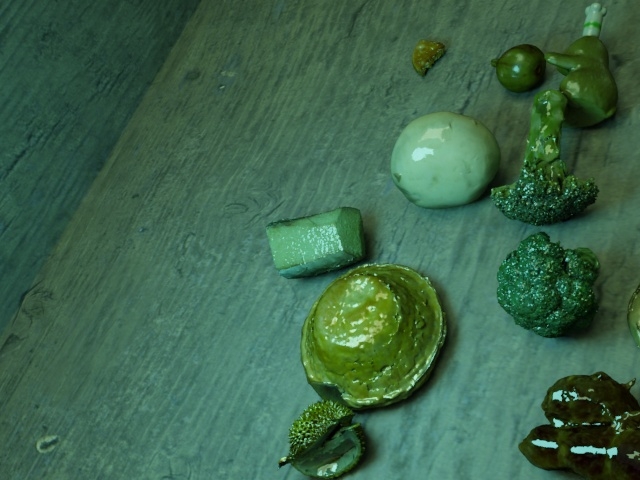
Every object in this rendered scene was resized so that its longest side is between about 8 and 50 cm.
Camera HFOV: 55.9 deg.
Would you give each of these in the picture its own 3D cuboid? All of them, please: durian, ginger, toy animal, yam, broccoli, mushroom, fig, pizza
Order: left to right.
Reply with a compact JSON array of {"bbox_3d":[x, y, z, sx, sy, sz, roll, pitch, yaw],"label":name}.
[{"bbox_3d":[-0.002,0.508,1.557,0.237,0.193,0.137,-21,27,6],"label":"durian"},{"bbox_3d":[0.003,0.003,1.870,0.271,0.201,0.202,-17,80,33],"label":"yam"},{"bbox_3d":[0.389,-0.668,2.173,0.131,0.041,0.178,-26,49,20],"label":"pizza"},{"bbox_3d":[0.365,-0.264,1.782,0.315,0.314,0.336,-18,31,23],"label":"mushroom"},{"bbox_3d":[0.605,-0.548,1.876,0.186,0.142,0.148,35,55,31],"label":"fig"},{"bbox_3d":[0.597,-0.215,1.573,0.252,0.221,0.361,-145,72,-76],"label":"broccoli"},{"bbox_3d":[0.548,0.094,1.434,0.270,0.269,0.270,-26,39,-28],"label":"broccoli"},{"bbox_3d":[0.741,-0.491,1.731,0.181,0.181,0.362,-5,59,21],"label":"toy animal"},{"bbox_3d":[0.626,0.403,1.196,0.418,0.176,0.254,16,76,45],"label":"ginger"}]

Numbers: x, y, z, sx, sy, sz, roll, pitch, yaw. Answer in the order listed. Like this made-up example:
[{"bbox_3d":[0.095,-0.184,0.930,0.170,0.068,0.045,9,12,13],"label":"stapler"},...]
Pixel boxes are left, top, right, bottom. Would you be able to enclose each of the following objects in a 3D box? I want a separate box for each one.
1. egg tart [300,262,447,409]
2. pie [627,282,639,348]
[{"bbox_3d":[0.122,0.235,1.643,0.443,0.178,0.443,-16,52,22],"label":"egg tart"},{"bbox_3d":[0.815,0.163,1.312,0.274,0.055,0.274,-18,52,24],"label":"pie"}]
